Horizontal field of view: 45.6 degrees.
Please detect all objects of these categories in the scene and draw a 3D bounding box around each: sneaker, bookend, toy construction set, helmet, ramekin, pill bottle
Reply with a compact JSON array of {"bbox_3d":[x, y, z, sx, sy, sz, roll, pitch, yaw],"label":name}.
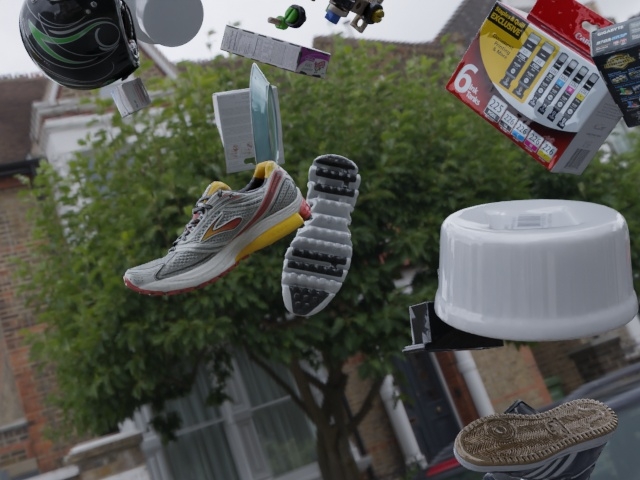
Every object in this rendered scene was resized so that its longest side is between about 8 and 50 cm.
[{"bbox_3d":[0.000,0.000,1.322,0.110,0.292,0.118,17,-23,-4],"label":"sneaker"},{"bbox_3d":[0.215,0.108,1.280,0.157,0.156,0.072,0,-13,-24],"label":"bookend"},{"bbox_3d":[0.325,0.346,1.187,0.282,0.099,0.153,-6,-55,-22],"label":"sneaker"},{"bbox_3d":[-0.122,-0.013,0.853,0.225,0.092,0.088,-34,17,-23],"label":"sneaker"},{"bbox_3d":[0.054,-0.662,1.904,0.258,0.308,0.237,19,13,39],"label":"toy construction set"},{"bbox_3d":[-0.373,-0.315,1.166,0.162,0.169,0.169,-12,-16,-2],"label":"helmet"},{"bbox_3d":[0.296,0.030,1.065,0.277,0.135,0.277,-4,14,1],"label":"ramekin"},{"bbox_3d":[-0.367,-0.522,1.621,0.176,0.318,0.176,-18,-52,-24],"label":"pill bottle"}]

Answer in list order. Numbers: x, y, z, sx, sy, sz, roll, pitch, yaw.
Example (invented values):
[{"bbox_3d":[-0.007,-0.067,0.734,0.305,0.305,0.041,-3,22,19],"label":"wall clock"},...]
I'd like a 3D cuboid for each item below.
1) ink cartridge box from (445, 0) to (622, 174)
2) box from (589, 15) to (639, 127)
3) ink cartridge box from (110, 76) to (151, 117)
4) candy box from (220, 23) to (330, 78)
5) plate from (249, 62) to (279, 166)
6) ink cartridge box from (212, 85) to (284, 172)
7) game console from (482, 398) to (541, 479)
[{"bbox_3d":[0.444,-0.327,1.485,0.130,0.309,0.271,-1,-51,-46],"label":"ink cartridge box"},{"bbox_3d":[0.500,-0.243,1.028,0.220,0.051,0.175,-12,-34,35],"label":"box"},{"bbox_3d":[-0.308,-0.233,1.239,0.028,0.048,0.083,-30,13,-29],"label":"ink cartridge box"},{"bbox_3d":[-0.115,-0.481,1.943,0.159,0.234,0.071,-10,-60,-62],"label":"candy box"},{"bbox_3d":[-0.082,-0.176,1.163,0.024,0.188,0.188,-4,-15,2],"label":"plate"},{"bbox_3d":[-0.161,-0.254,1.735,0.146,0.179,0.045,-12,21,-20],"label":"ink cartridge box"},{"bbox_3d":[0.462,0.490,1.713,0.361,0.213,0.044,-18,-38,-51],"label":"game console"}]
